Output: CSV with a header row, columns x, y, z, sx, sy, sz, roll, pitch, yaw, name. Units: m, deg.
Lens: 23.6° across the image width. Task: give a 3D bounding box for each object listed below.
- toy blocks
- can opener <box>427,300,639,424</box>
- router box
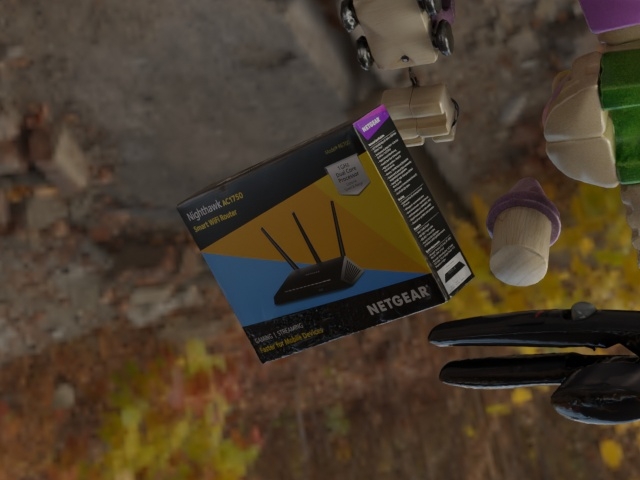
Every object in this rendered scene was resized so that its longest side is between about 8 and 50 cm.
x,y,z,sx,sy,sz,roll,pitch,yaw,name
0.217,-0.153,1.077,0.309,0.260,0.288,-7,130,20,toy blocks
0.131,0.062,0.864,0.073,0.059,0.186,-13,-169,-39,can opener
0.000,0.000,1.051,0.179,0.133,0.046,-23,-171,41,router box
